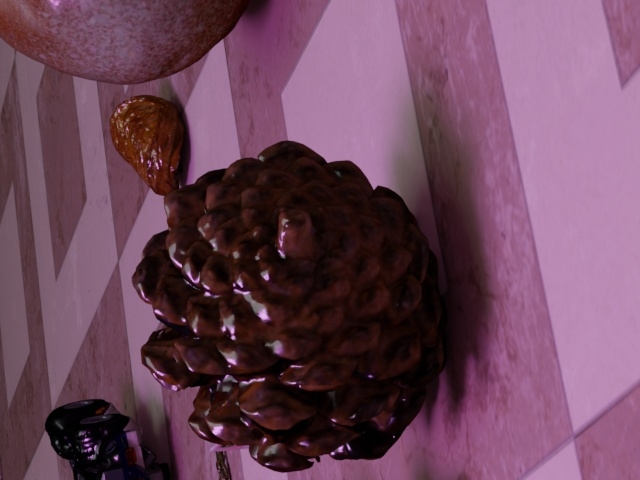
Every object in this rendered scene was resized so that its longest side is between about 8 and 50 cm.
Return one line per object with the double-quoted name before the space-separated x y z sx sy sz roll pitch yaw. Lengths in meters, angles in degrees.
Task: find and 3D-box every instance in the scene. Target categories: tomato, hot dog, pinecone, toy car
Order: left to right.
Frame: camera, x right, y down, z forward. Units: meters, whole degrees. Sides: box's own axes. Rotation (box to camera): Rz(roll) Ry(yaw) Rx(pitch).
"toy car" -0.258 0.303 2.477 0.301 0.118 0.193 -178 78 -72
"tomato" -0.199 -0.284 1.915 0.303 0.303 0.239 -113 28 -49
"hot dog" -0.195 -0.111 2.302 0.147 0.065 0.099 41 132 52
"pinecone" -0.011 0.064 1.473 0.257 0.243 0.243 57 -175 -39

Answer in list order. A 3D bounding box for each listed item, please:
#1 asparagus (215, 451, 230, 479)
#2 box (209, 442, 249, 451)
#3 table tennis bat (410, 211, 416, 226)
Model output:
"asparagus" -0.117 0.202 2.176 0.013 0.016 0.166 -30 53 23
"box" -0.091 0.147 2.030 0.089 0.043 0.125 128 137 -65
"table tennis bat" 0.053 0.029 1.595 0.155 0.019 0.098 106 155 -53
